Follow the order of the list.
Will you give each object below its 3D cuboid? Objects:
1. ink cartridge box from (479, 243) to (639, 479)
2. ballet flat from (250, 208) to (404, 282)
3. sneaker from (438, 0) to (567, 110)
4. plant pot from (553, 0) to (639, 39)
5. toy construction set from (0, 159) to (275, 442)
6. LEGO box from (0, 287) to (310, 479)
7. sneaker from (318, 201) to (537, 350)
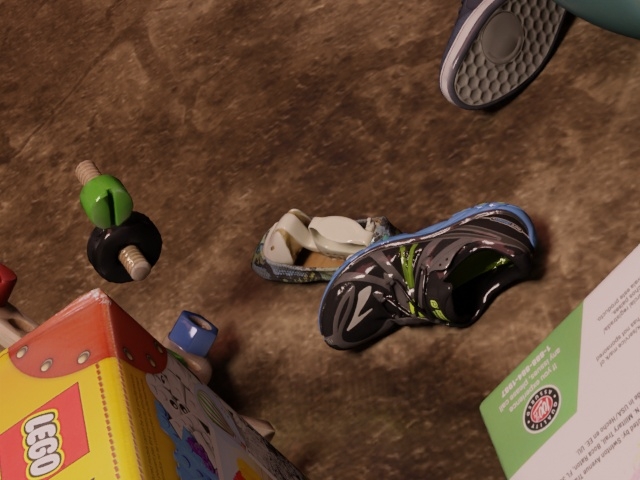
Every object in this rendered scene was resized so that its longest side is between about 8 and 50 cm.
[{"bbox_3d":[0.226,0.143,0.833,0.201,0.117,0.278,-49,37,26],"label":"ink cartridge box"},{"bbox_3d":[0.000,0.000,1.287,0.188,0.070,0.070,1,55,43],"label":"ballet flat"},{"bbox_3d":[0.138,-0.214,1.354,0.163,0.086,0.226,17,68,51],"label":"sneaker"},{"bbox_3d":[0.262,-0.285,1.162,0.293,0.293,0.235,-50,24,-9],"label":"plant pot"},{"bbox_3d":[-0.181,0.159,1.156,0.309,0.257,0.237,-40,46,-2],"label":"toy construction set"},{"bbox_3d":[-0.035,0.325,0.743,0.193,0.372,0.500,-35,38,10],"label":"LEGO box"},{"bbox_3d":[0.079,0.034,1.178,0.188,0.067,0.078,-26,34,17],"label":"sneaker"}]
